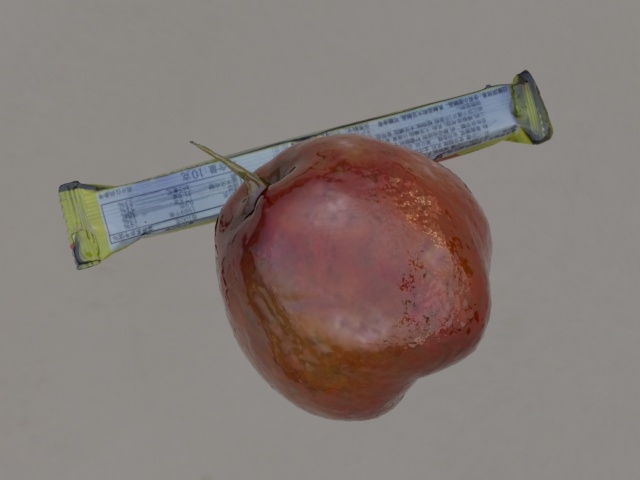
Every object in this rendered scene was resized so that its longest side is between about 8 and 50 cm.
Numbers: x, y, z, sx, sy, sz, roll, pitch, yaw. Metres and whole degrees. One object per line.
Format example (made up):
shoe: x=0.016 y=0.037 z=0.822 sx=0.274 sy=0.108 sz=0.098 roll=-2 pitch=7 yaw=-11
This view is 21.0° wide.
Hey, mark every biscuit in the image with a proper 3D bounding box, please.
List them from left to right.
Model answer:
biscuit: x=-0.003 y=-0.043 z=0.984 sx=0.292 sy=0.026 sz=0.048 roll=-15 pitch=86 yaw=-14

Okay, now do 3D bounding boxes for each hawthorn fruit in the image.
hawthorn fruit: x=0.013 y=0.005 z=0.745 sx=0.125 sy=0.125 sz=0.140 roll=-20 pitch=95 yaw=10
